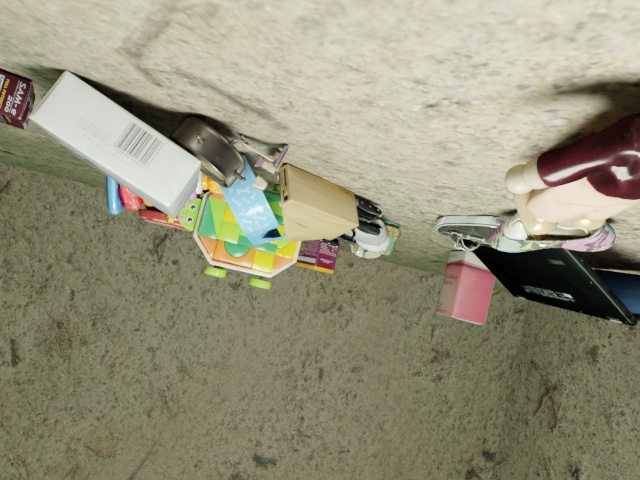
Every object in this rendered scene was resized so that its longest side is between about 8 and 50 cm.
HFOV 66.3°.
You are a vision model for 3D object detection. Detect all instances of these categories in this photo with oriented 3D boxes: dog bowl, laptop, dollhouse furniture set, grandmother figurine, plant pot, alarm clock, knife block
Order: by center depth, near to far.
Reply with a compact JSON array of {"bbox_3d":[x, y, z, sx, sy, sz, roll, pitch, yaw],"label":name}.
[{"bbox_3d":[0.276,-0.071,0.440,0.207,0.104,0.342,-14,171,2],"label":"grandmother figurine"},{"bbox_3d":[-0.199,-0.155,0.844,0.129,0.064,0.192,45,165,-34],"label":"alarm clock"},{"bbox_3d":[-0.116,-0.142,0.885,0.081,0.091,0.114,29,177,-4],"label":"dollhouse furniture set"},{"bbox_3d":[-0.154,-0.074,1.075,0.074,0.166,0.297,-26,171,-6],"label":"dog bowl"},{"bbox_3d":[0.033,-0.071,1.096,0.242,0.088,0.276,-6,156,-3],"label":"knife block"},{"bbox_3d":[0.600,0.038,1.136,0.408,0.236,0.382,44,172,-12],"label":"laptop"},{"bbox_3d":[-0.389,-0.120,1.334,0.191,0.174,0.191,11,176,1],"label":"plant pot"}]

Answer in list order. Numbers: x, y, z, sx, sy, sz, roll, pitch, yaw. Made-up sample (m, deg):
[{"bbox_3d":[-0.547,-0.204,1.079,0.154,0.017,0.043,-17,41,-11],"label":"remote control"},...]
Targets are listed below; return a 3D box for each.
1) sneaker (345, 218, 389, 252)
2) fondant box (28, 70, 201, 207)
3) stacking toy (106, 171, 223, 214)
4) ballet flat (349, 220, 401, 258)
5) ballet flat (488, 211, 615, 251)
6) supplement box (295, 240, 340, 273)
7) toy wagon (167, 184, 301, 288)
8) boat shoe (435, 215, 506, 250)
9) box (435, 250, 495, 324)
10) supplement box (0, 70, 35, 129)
[{"bbox_3d":[0.069,-0.058,1.369,0.262,0.099,0.121,15,155,14],"label":"sneaker"},{"bbox_3d":[-0.348,-0.150,0.895,0.238,0.096,0.330,34,170,-12],"label":"fondant box"},{"bbox_3d":[-0.336,-0.144,1.153,0.301,0.166,0.175,3,-168,-8],"label":"stacking toy"},{"bbox_3d":[0.151,0.002,1.571,0.123,0.123,0.348,15,176,-15],"label":"ballet flat"},{"bbox_3d":[0.398,-0.021,0.874,0.221,0.077,0.079,2,150,46],"label":"ballet flat"},{"bbox_3d":[0.000,0.000,1.521,0.080,0.188,0.104,16,175,-39],"label":"supplement box"},{"bbox_3d":[-0.217,-0.035,1.241,0.344,0.267,0.068,15,174,-12],"label":"toy wagon"},{"bbox_3d":[0.325,-0.015,1.102,0.077,0.070,0.219,15,175,-17],"label":"boat shoe"},{"bbox_3d":[0.507,0.160,1.699,0.126,0.232,0.148,15,175,-8],"label":"box"},{"bbox_3d":[-0.620,-0.266,0.818,0.239,0.073,0.130,17,175,-28],"label":"supplement box"}]
